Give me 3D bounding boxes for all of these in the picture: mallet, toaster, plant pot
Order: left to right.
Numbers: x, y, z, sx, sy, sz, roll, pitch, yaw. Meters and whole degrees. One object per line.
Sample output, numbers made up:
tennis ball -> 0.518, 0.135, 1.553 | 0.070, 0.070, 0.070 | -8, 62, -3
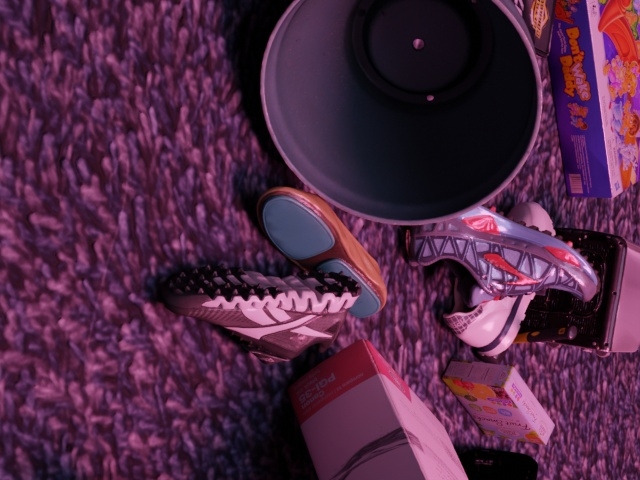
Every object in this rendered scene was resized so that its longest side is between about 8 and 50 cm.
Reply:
plant pot -> 0.099, -0.192, 1.303 | 0.196, 0.293, 0.293 | -67, 142, -58
mallet -> 0.267, 0.135, 1.562 | 0.039, 0.190, 0.062 | 35, 76, -17
toaster -> 0.360, 0.064, 1.665 | 0.110, 0.168, 0.185 | 14, 84, -50

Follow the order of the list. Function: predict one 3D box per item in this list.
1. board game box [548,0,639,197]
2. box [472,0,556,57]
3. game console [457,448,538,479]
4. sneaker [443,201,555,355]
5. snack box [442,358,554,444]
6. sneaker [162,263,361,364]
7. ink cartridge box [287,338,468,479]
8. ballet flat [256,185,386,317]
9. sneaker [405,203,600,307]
board game box -> 0.438, -0.264, 1.785 | 0.233, 0.078, 0.347 | -29, 114, -42
box -> 0.257, -0.373, 1.597 | 0.175, 0.051, 0.220 | 15, 83, -47
game console -> 0.205, 0.464, 1.618 | 0.213, 0.044, 0.361 | 14, 83, -47
sneaker -> 0.239, 0.035, 1.595 | 0.095, 0.090, 0.235 | 36, 61, -23
snack box -> 0.238, 0.216, 1.590 | 0.141, 0.100, 0.037 | 52, 57, -37
sneaker -> -0.064, 0.086, 1.264 | 0.234, 0.078, 0.106 | 2, 112, -37
ink cartridge box -> 0.090, 0.277, 1.300 | 0.117, 0.283, 0.207 | -33, 128, 8
ballet flat -> 0.000, 0.000, 1.349 | 0.232, 0.080, 0.073 | 52, 29, -39
sneaker -> 0.225, 0.035, 1.516 | 0.262, 0.104, 0.125 | 24, 82, -5
